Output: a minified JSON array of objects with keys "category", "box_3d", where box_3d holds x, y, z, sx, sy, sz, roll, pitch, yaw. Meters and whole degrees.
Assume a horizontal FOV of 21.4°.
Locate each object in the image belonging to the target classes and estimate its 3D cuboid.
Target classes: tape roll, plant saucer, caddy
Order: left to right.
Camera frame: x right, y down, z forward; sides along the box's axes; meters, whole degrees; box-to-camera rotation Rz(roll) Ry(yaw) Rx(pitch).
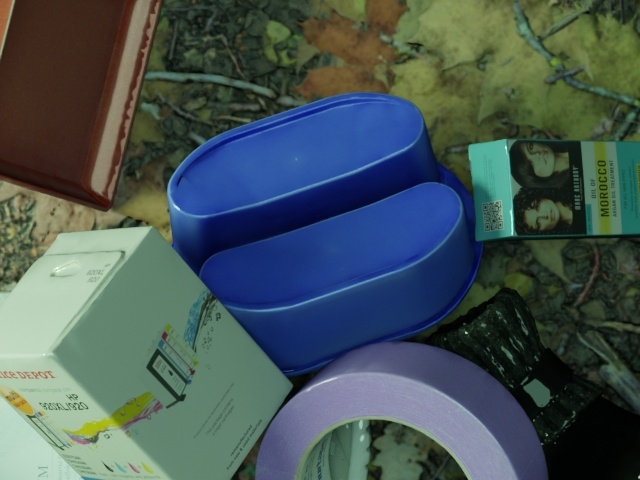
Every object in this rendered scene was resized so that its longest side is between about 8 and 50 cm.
[{"category":"plant saucer","box_3d":[-0.269,-0.177,1.737,0.047,0.258,0.259,13,87,25]},{"category":"caddy","box_3d":[0.000,0.000,1.744,0.341,0.179,0.241,-18,60,-5]},{"category":"tape roll","box_3d":[0.078,0.240,1.640,0.274,0.090,0.275,7,109,20]}]

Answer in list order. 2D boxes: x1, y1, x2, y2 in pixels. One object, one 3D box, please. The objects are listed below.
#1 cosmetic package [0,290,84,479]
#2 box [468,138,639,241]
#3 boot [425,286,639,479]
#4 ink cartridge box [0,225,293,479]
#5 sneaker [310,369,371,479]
[{"category":"cosmetic package","box_3d":[-0.338,0.165,1.762,0.224,0.138,0.224,-2,87,1]},{"category":"box","box_3d":[0.266,-0.052,1.745,0.244,0.060,0.101,-2,86,-35]},{"category":"boot","box_3d":[0.248,0.162,1.669,0.131,0.348,0.260,-26,90,-30]},{"category":"ink cartridge box","box_3d":[-0.185,0.125,1.625,0.233,0.171,0.168,50,58,-25]},{"category":"sneaker","box_3d":[-0.003,0.227,1.772,0.115,0.105,0.281,-1,86,2]}]
